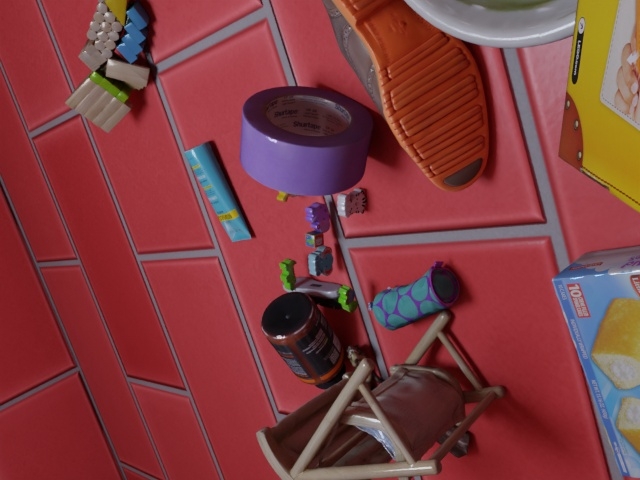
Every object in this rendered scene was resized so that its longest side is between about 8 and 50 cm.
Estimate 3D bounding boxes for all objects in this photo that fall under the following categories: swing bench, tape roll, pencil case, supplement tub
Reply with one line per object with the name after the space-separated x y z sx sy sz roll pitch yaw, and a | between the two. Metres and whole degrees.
0.090 0.257 1.001 0.254 0.253 0.165 -41 77 35 | swing bench
-0.022 -0.149 0.990 0.189 0.189 0.080 34 134 32 | tape roll
0.142 0.088 1.040 0.151 0.064 0.070 -32 61 51 | pencil case
-0.022 0.188 1.217 0.106 0.106 0.198 19 150 41 | supplement tub

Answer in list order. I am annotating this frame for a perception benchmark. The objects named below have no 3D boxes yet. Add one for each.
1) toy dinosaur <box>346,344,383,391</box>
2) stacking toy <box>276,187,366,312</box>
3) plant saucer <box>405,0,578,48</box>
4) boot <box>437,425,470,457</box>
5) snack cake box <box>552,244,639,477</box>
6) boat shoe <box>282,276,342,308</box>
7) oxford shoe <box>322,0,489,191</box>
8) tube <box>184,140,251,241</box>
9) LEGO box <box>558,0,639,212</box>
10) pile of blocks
0.084 0.306 1.239 0.118 0.064 0.268 45 141 44 | toy dinosaur
0.000 0.000 1.150 0.167 0.052 0.221 19 118 43 | stacking toy
0.203 -0.398 0.662 0.400 0.100 0.400 26 128 38 | plant saucer
0.205 0.294 1.116 0.114 0.037 0.106 33 132 28 | boot
0.389 0.139 0.770 0.152 0.089 0.264 -13 101 52 | snack cake box
-0.014 0.097 1.239 0.142 0.049 0.040 7 117 44 | boat shoe
0.105 -0.232 0.885 0.364 0.130 0.133 63 173 -9 | oxford shoe
-0.200 -0.092 1.346 0.080 0.052 0.207 -4 115 60 | tube
0.306 -0.232 0.342 0.372 0.193 0.500 -98 7 -67 | LEGO box
-0.406 -0.400 1.374 0.113 0.149 0.362 -94 24 -50 | pile of blocks
